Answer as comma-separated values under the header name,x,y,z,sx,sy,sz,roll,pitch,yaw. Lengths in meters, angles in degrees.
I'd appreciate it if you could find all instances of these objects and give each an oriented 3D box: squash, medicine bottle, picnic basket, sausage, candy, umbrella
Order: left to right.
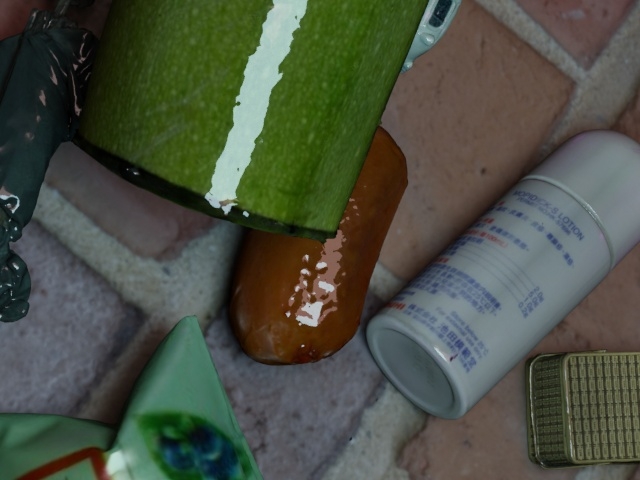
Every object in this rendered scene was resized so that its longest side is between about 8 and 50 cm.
name,x,y,z,sx,sy,sz,roll,pitch,yaw
umbrella,-0.274,-0.093,1.768,0.143,0.094,0.348,23,71,-13
candy,-0.233,0.243,1.714,0.398,0.172,0.263,-20,79,-6
squash,-0.039,-0.217,1.691,0.263,0.263,0.384,18,96,-20
sausage,-0.002,-0.001,1.857,0.133,0.133,0.258,28,72,-17
medicine bottle,0.202,0.019,1.941,0.341,0.130,0.130,-42,99,-24
picnic basket,0.288,0.167,1.981,0.164,0.079,0.115,0,80,-24

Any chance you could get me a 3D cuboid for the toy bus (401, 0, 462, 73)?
name,x,y,z,sx,sy,sz,roll,pitch,yaw
toy bus,0.010,-0.288,1.907,0.276,0.134,0.164,28,70,-17
